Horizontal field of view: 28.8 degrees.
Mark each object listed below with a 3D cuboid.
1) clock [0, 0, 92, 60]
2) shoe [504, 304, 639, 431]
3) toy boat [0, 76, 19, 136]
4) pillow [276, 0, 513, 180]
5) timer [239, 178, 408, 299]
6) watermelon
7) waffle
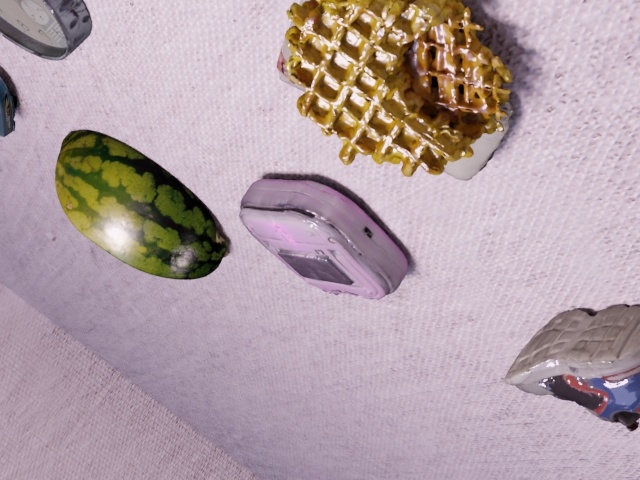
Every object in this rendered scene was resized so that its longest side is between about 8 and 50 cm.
[{"bbox_3d":[-0.374,-0.304,1.499,0.215,0.042,0.215,31,160,13],"label":"clock"},{"bbox_3d":[0.302,0.144,1.340,0.125,0.099,0.227,44,154,-14],"label":"shoe"},{"bbox_3d":[-0.484,-0.211,1.859,0.055,0.060,0.141,34,153,7],"label":"toy boat"},{"bbox_3d":[0.066,-0.140,1.155,0.229,0.051,0.128,30,147,9],"label":"pillow"},{"bbox_3d":[0.000,0.000,1.547,0.191,0.069,0.208,44,157,-29],"label":"timer"},{"bbox_3d":[-0.258,-0.065,1.804,0.303,0.159,0.128,35,122,-3],"label":"watermelon"},{"bbox_3d":[0.061,-0.143,1.056,0.197,0.070,0.193,-21,113,44],"label":"waffle"}]
